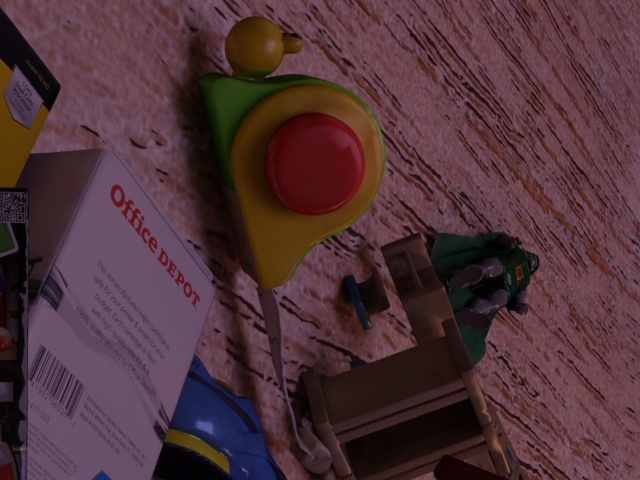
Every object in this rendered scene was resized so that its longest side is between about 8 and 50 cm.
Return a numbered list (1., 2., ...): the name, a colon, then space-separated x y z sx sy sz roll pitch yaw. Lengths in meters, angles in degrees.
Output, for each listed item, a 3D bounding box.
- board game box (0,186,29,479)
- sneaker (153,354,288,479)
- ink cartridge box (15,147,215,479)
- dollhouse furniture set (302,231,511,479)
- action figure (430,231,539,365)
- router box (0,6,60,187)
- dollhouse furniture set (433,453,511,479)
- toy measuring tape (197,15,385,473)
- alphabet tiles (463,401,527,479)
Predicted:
1. board game box: -0.197 0.105 0.606 0.030 0.136 0.259 170 -81 -72
2. sneaker: -0.054 0.145 0.936 0.209 0.069 0.082 54 38 -48
3. ink cartridge box: -0.142 0.066 0.748 0.139 0.082 0.190 57 39 -45
4. dollhouse furniture set: 0.060 0.114 1.148 0.183 0.129 0.129 -107 175 -54
5. action figure: 0.183 0.039 1.432 0.232 0.064 0.137 -24 106 -66
6. router box: -0.208 -0.083 0.666 0.179 0.046 0.133 57 40 -46
7. dollhouse furniture set: 0.072 0.344 0.871 0.374 0.152 0.201 -49 134 -32
8. toy measuring tape: 0.000 0.000 0.987 0.121 0.121 0.330 -39 120 -58
9. alphabet tiles: 0.159 0.353 1.414 0.285 0.011 0.342 62 37 -43
